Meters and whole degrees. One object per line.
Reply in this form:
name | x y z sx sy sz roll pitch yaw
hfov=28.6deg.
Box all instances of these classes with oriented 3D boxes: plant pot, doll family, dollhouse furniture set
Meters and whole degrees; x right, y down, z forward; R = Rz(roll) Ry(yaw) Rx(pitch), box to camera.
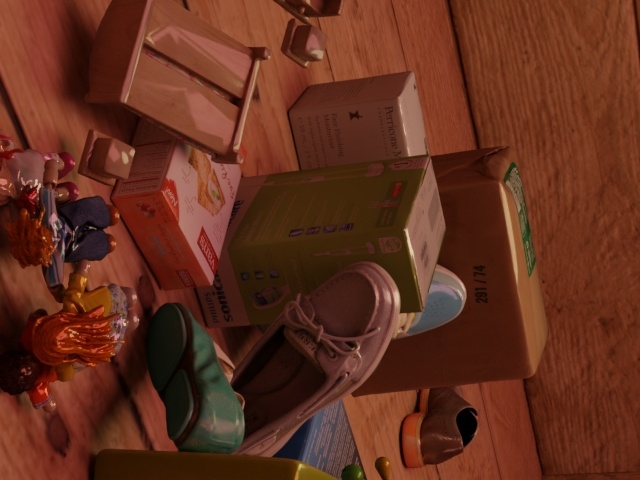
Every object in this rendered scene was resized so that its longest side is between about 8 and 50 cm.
plant pot | -0.098 0.338 1.279 0.227 0.228 0.207 45 49 -61
doll family | -0.229 0.025 1.123 0.163 0.118 0.262 -21 104 -72
dollhouse furniture set | -0.154 -0.197 1.426 0.303 0.174 0.355 27 74 -49

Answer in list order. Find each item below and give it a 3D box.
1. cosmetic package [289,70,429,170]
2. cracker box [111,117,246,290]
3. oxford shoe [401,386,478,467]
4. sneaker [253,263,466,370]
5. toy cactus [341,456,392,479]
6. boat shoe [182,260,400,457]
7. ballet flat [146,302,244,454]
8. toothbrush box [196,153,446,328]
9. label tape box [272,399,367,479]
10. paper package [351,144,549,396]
cosmetic package | 0.066 -0.173 2.030 0.151 0.184 0.151 -59 140 -63
cracker box | -0.159 -0.078 1.471 0.232 0.067 0.155 -79 155 -42
oxford shoe | 0.267 0.375 2.582 0.364 0.133 0.129 -44 126 -69
sneaker | 0.074 0.118 1.673 0.208 0.319 0.127 -128 -142 -61
toy cactus | 0.067 0.398 1.656 0.219 0.112 0.180 81 26 -43
boat shoe | -0.035 0.153 1.461 0.118 0.320 0.103 50 15 17
ballet flat | -0.129 0.153 1.332 0.087 0.083 0.247 27 16 -25
toothbrush box | 0.000 0.000 1.591 0.206 0.283 0.122 -67 148 -58
label tape box | -0.016 0.360 1.720 0.240 0.106 0.333 -72 152 -52
paper package | 0.165 0.049 1.881 0.168 0.310 0.324 -60 139 -64
